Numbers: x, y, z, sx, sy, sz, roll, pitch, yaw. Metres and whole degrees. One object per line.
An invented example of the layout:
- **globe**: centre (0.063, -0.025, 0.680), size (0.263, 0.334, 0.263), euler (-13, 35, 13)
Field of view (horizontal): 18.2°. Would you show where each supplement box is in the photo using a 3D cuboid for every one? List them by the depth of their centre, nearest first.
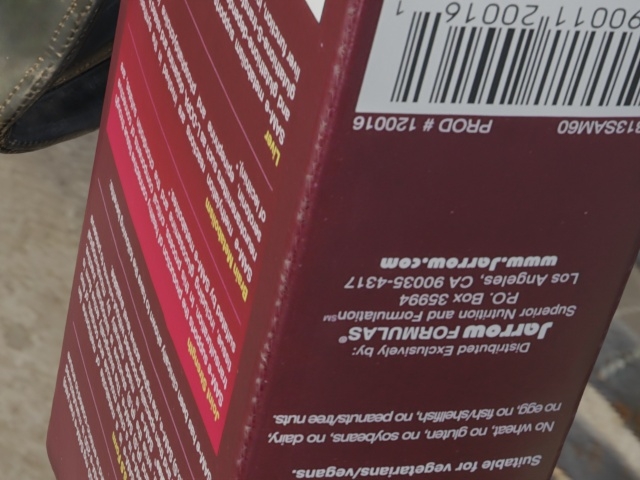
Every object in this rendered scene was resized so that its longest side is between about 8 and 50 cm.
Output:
- **supplement box**: centre (0.000, 0.000, 0.420), size (0.073, 0.130, 0.239), euler (0, 129, -20)

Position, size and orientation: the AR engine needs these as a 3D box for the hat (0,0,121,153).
- **hat**: centre (-0.126, -0.120, 0.867), size (0.134, 0.331, 0.331), euler (38, 78, 16)
